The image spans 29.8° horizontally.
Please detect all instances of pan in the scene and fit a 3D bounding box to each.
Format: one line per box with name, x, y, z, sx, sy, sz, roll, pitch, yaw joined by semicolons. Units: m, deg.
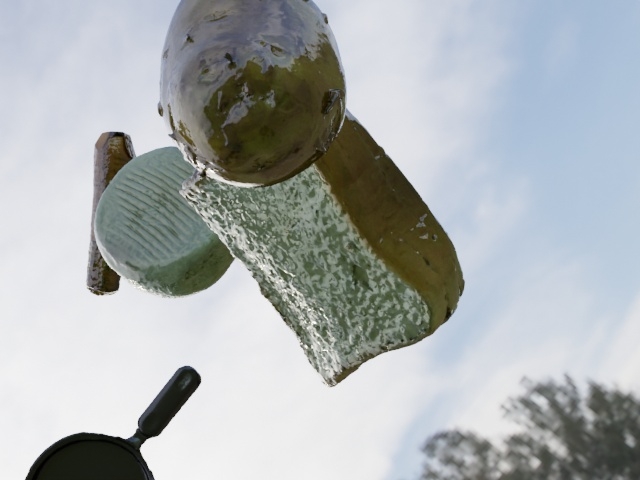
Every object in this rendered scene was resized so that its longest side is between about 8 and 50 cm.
pan;-0.197;0.221;1.202;0.235;0.136;0.028;-50;-1;-2

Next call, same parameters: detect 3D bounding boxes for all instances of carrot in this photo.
carrot;-0.334;-0.041;1.904;0.070;0.070;0.260;15;-101;-65

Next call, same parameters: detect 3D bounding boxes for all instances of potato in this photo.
potato;-0.050;-0.112;0.858;0.137;0.137;0.176;100;175;-47

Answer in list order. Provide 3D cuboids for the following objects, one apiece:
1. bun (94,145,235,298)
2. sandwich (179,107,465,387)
bun;-0.188;-0.018;1.589;0.221;0.221;0.108;-48;-36;-9
sandwich;0.000;0.000;1.098;0.087;0.251;0.226;-40;4;-40
